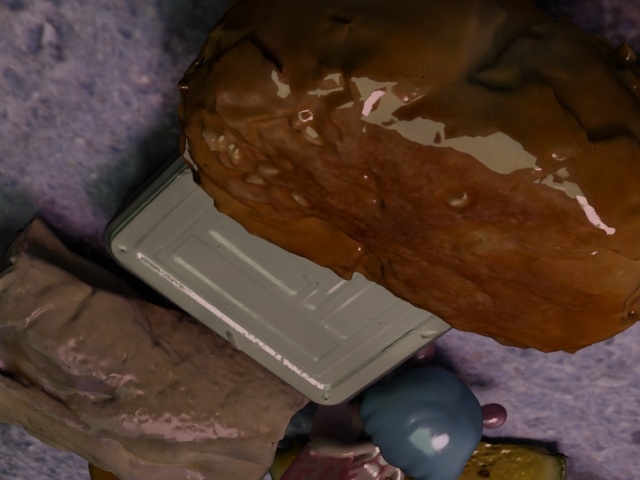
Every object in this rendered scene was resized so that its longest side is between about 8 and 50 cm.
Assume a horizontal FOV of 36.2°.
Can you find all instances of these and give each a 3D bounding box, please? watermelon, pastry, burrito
[{"bbox_3d":[0.099,0.261,0.979,0.301,0.123,0.129,-4,108,13],"label":"watermelon"},{"bbox_3d":[0.073,-0.061,0.594,0.310,0.162,0.255,24,156,-5],"label":"pastry"},{"bbox_3d":[-0.168,0.131,0.866,0.331,0.135,0.190,31,96,-16],"label":"burrito"}]

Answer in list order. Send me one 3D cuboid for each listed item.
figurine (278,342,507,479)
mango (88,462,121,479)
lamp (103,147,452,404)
[{"bbox_3d":[0.058,0.228,0.891,0.205,0.103,0.260,45,102,4],"label":"figurine"},{"bbox_3d":[-0.181,0.213,1.005,0.103,0.076,0.161,21,125,-6],"label":"mango"},{"bbox_3d":[0.000,0.000,0.790,0.269,0.047,0.266,38,121,-21],"label":"lamp"}]
